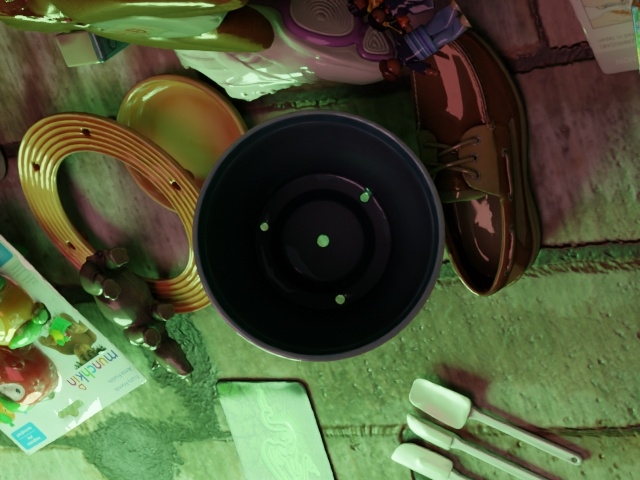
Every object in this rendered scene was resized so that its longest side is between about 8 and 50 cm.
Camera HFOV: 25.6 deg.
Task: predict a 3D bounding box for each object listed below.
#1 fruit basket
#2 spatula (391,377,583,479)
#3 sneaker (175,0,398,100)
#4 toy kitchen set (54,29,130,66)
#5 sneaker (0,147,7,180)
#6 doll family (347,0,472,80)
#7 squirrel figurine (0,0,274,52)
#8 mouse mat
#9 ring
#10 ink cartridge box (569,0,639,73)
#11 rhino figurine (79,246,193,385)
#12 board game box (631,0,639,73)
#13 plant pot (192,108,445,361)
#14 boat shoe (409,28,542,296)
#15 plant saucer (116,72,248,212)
[{"bbox_3d":[-0.477,0.154,2.072,0.327,0.165,0.353,-32,103,37],"label":"fruit basket"},{"bbox_3d":[0.218,0.285,1.868,0.242,0.019,0.168,24,125,14],"label":"spatula"},{"bbox_3d":[-0.045,-0.230,1.667,0.305,0.114,0.152,17,141,21],"label":"sneaker"},{"bbox_3d":[-0.250,-0.333,1.657,0.122,0.166,0.207,-7,114,31],"label":"toy kitchen set"},{"bbox_3d":[-0.591,-0.083,2.014,0.283,0.124,0.107,-13,110,33],"label":"sneaker"},{"bbox_3d":[0.082,-0.259,1.548,0.111,0.193,0.076,-34,144,10],"label":"doll family"},{"bbox_3d":[-0.215,-0.404,1.478,0.397,0.281,0.370,3,88,11],"label":"squirrel figurine"},{"bbox_3d":[-0.064,0.281,2.024,0.152,0.007,0.189,-4,117,30],"label":"mouse mat"},{"bbox_3d":[-0.260,-0.037,1.889,0.336,0.032,0.336,22,138,21],"label":"ring"},{"bbox_3d":[0.366,-0.361,1.390,0.308,0.091,0.385,-8,130,31],"label":"ink cartridge box"},{"bbox_3d":[-0.243,0.108,1.934,0.243,0.073,0.106,55,158,-22],"label":"rhino figurine"},{"bbox_3d":[0.401,-0.185,1.449,0.141,0.048,0.170,5,136,24],"label":"board game box"},{"bbox_3d":[0.000,0.000,1.633,0.272,0.255,0.271,0,87,1],"label":"plant pot"},{"bbox_3d":[0.174,-0.084,1.609,0.122,0.120,0.324,-7,114,31],"label":"boat shoe"},{"bbox_3d":[-0.170,-0.126,1.821,0.200,0.037,0.200,13,122,21],"label":"plant saucer"}]
